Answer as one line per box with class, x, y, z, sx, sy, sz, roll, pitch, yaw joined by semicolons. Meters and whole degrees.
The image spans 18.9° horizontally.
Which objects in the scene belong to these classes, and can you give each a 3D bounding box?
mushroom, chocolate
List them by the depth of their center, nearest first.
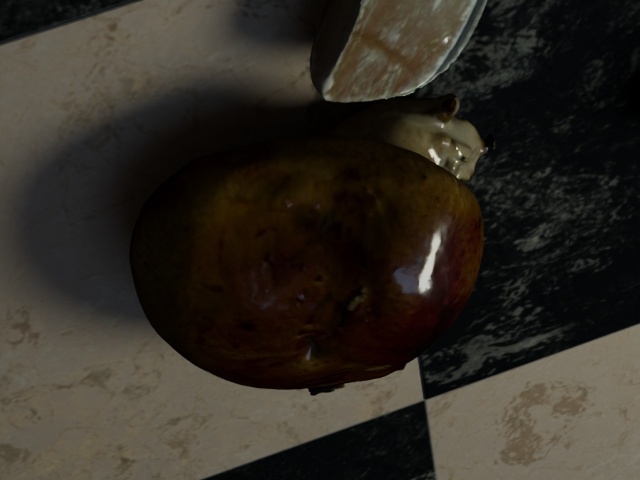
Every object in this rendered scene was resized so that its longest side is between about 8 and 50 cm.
chocolate;0.077;-0.243;1.679;0.157;0.080;0.254;-9;138;-39
mushroom;0.000;0.000;1.815;0.345;0.260;0.345;3;150;2
